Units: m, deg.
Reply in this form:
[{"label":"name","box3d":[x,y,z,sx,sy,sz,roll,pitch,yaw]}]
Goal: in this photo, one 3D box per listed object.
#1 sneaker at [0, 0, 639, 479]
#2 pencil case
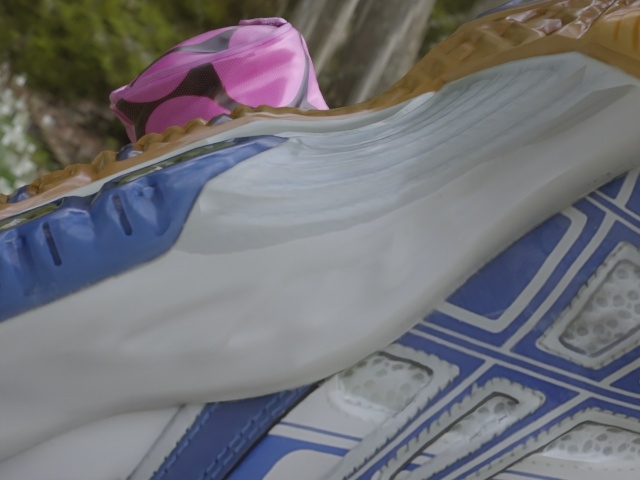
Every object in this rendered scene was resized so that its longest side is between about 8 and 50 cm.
[{"label":"sneaker","box3d":[0.054,0.016,0.355,0.112,0.297,0.131,-67,137,-77]},{"label":"pencil case","box3d":[0.000,0.000,0.757,0.209,0.098,0.095,59,-14,-10]}]
